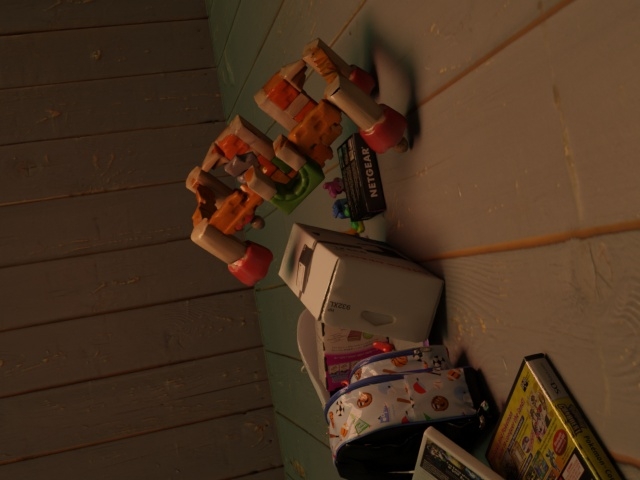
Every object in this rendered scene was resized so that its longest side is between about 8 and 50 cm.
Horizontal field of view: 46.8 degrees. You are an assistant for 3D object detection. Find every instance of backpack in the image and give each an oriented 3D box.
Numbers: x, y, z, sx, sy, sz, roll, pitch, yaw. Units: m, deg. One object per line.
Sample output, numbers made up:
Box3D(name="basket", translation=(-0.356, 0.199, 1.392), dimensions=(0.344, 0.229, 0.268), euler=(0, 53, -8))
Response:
Box3D(name="backpack", translation=(0.139, 0.313, 1.304), dimensions=(0.276, 0.263, 0.213), euler=(96, 159, -48))

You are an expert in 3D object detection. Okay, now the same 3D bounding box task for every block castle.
Box3D(name="block castle", translation=(-0.054, -0.152, 1.486), dimensions=(0.453, 0.213, 0.303), euler=(-45, 32, 15))

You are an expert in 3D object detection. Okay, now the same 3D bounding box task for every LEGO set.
Box3D(name="LEGO set", translation=(0.045, -0.039, 1.779), dimensions=(0.087, 0.093, 0.227), euler=(111, 146, -63))

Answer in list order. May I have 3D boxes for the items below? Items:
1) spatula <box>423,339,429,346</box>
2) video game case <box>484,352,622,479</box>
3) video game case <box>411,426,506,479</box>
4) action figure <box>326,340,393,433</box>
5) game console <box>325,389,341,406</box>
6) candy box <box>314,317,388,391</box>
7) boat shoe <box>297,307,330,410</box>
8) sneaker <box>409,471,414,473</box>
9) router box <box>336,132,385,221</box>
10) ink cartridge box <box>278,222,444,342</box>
Box3D(name="spatula", translation=(0.178, 0.180, 1.535), dimensions=(0.296, 0.030, 0.084), euler=(176, 86, -76))
Box3D(name="video game case", translation=(0.329, 0.341, 1.055), dimensions=(0.275, 0.035, 0.248), euler=(94, 160, -44))
Box3D(name="video game case", translation=(0.233, 0.397, 1.161), dimensions=(0.190, 0.022, 0.173), euler=(33, 143, 27))
Box3D(name="action figure", translation=(0.088, 0.320, 1.565), dimensions=(0.280, 0.139, 0.091), euler=(-81, -7, -65))
Box3D(name="game console", translation=(0.075, 0.378, 1.866), dimensions=(0.107, 0.122, 0.071), euler=(141, 120, -74))
Box3D(name="candy box", translation=(0.072, 0.218, 1.707), dimensions=(0.071, 0.159, 0.233), euler=(-136, 40, -66))
Box3D(name="boat shoe", translation=(0.025, 0.367, 2.073), dimensions=(0.156, 0.136, 0.367), euler=(113, 136, -71))
Box3D(name="sneaker", translation=(0.188, 0.407, 1.514), dimensions=(0.090, 0.095, 0.235), euler=(-125, 28, -56))
Box3D(name="router box", translation=(0.089, -0.139, 1.646), dimensions=(0.133, 0.046, 0.179), euler=(151, 109, -74))
Box3D(name="ink cartridge box", translation=(0.070, 0.074, 1.457), dimensions=(0.307, 0.223, 0.129), euler=(-141, 65, -69))
